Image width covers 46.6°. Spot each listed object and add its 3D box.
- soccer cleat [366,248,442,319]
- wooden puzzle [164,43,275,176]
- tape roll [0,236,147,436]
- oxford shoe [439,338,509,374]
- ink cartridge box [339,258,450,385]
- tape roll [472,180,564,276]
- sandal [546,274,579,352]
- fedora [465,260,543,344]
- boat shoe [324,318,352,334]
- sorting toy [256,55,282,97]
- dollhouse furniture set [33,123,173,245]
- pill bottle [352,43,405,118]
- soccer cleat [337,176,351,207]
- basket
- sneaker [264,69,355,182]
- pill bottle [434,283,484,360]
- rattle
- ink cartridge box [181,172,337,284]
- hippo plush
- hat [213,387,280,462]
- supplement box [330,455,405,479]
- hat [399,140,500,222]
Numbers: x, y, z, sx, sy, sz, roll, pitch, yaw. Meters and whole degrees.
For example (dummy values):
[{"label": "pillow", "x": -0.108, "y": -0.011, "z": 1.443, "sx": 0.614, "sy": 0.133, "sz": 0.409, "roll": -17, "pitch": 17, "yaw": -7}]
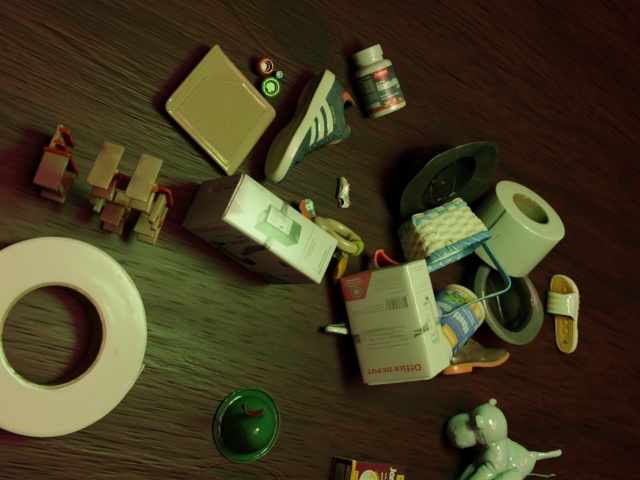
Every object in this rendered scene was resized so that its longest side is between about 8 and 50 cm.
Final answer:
[{"label": "soccer cleat", "x": 0.221, "y": 0.123, "z": 1.958, "sx": 0.083, "sy": 0.248, "sz": 0.095, "roll": -30, "pitch": 148, "yaw": -35}, {"label": "wooden puzzle", "x": -0.235, "y": -0.306, "z": 1.761, "sx": 0.239, "sy": 0.044, "sz": 0.221, "roll": 49, "pitch": 59, "yaw": -29}, {"label": "tape roll", "x": -0.532, "y": 0.187, "z": 1.464, "sx": 0.392, "sy": 0.072, "sz": 0.392, "roll": 4, "pitch": 83, "yaw": -38}, {"label": "oxford shoe", "x": 0.458, "y": 0.330, "z": 2.201, "sx": 0.271, "sy": 0.097, "sz": 0.098, "roll": -4, "pitch": 82, "yaw": -38}, {"label": "ink cartridge box", "x": 0.186, "y": 0.208, "z": 1.885, "sx": 0.117, "sy": 0.207, "sz": 0.283, "roll": -12, "pitch": 89, "yaw": -55}, {"label": "tape roll", "x": 0.573, "y": -0.036, "z": 2.204, "sx": 0.246, "sy": 0.169, "sz": 0.246, "roll": 23, "pitch": 36, "yaw": -18}, {"label": "sandal", "x": 0.801, "y": 0.248, "z": 2.466, "sx": 0.076, "sy": 0.102, "sz": 0.265, "roll": -7, "pitch": 92, "yaw": -40}, {"label": "fedora", "x": 0.535, "y": 0.187, "z": 2.252, "sx": 0.275, "sy": 0.124, "sz": 0.244, "roll": 49, "pitch": 57, "yaw": -14}, {"label": "boat shoe", "x": 0.064, "y": 0.226, "z": 1.938, "sx": 0.142, "sy": 0.049, "sz": 0.040, "roll": 12, "pitch": 73, "yaw": -43}, {"label": "sorting toy", "x": -0.131, "y": -0.409, "z": 1.854, "sx": 0.061, "sy": 0.042, "sz": 0.102, "roll": -17, "pitch": 109, "yaw": -22}, {"label": "dollhouse furniture set", "x": -0.419, "y": -0.123, "z": 1.482, "sx": 0.259, "sy": 0.262, "sz": 0.135, "roll": 18, "pitch": 70, "yaw": -3}, {"label": "pill bottle", "x": 0.154, "y": -0.435, "z": 2.028, "sx": 0.108, "sy": 0.108, "sz": 0.180, "roll": -30, "pitch": 104, "yaw": -35}, {"label": "soccer cleat", "x": 0.059, "y": -0.127, "z": 1.976, "sx": 0.035, "sy": 0.029, "sz": 0.083, "roll": -14, "pitch": 99, "yaw": -42}, {"label": "basket", "x": 0.365, "y": 0.048, "z": 2.055, "sx": 0.254, "sy": 0.201, "sz": 0.289, "roll": -18, "pitch": 70, "yaw": -22}, {"label": "sneaker", "x": -0.012, "y": -0.263, "z": 1.868, "sx": 0.148, "sy": 0.131, "sz": 0.350, "roll": 39, "pitch": 64, "yaw": -24}, {"label": "pill bottle", "x": 0.326, "y": 0.257, "z": 2.067, "sx": 0.272, "sy": 0.152, "sz": 0.152, "roll": -42, "pitch": 110, "yaw": -33}, {"label": "rattle", "x": 0.000, "y": 0.000, "z": 1.918, "sx": 0.199, "sy": 0.143, "sz": 0.130, "roll": 27, "pitch": 37, "yaw": -17}, {"label": "ink cartridge box", "x": -0.142, "y": -0.018, "z": 1.698, "sx": 0.289, "sy": 0.211, "sz": 0.122, "roll": 35, "pitch": 67, "yaw": -29}, {"label": "hippo plush", "x": 0.472, "y": 0.593, "z": 2.088, "sx": 0.237, "sy": 0.294, "sz": 0.234, "roll": 62, "pitch": 33, "yaw": -6}, {"label": "hat", "x": -0.129, "y": 0.429, "z": 1.680, "sx": 0.208, "sy": 0.183, "sz": 0.173, "roll": 1, "pitch": 86, "yaw": -38}, {"label": "supplement box", "x": 0.122, "y": 0.622, "z": 1.921, "sx": 0.188, "sy": 0.080, "sz": 0.104, "roll": 18, "pitch": 75, "yaw": -35}, {"label": "hat", "x": 0.339, "y": -0.194, "z": 2.105, "sx": 0.331, "sy": 0.331, "sz": 0.134, "roll": -2, "pitch": 45, "yaw": -38}]
